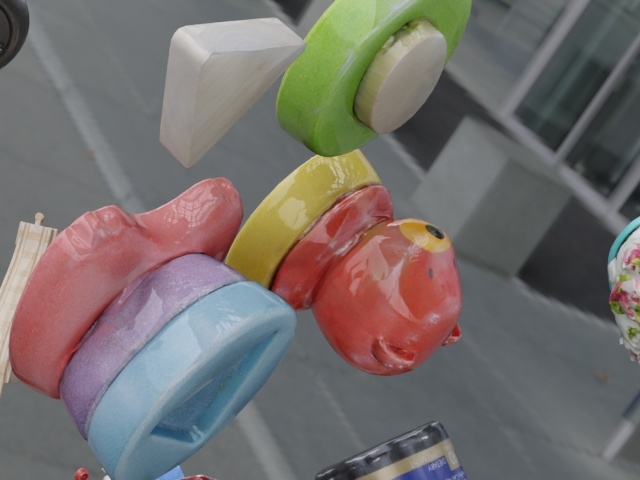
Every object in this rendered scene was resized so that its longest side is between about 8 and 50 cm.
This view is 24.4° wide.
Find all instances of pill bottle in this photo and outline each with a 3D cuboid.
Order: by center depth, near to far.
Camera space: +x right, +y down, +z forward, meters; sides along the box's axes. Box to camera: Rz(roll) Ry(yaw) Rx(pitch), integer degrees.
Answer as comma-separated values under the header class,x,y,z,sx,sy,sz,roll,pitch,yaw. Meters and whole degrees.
class,x,y,z,sx,sy,sz,roll,pitch,yaw
pill bottle,0.090,0.274,1.245,0.219,0.123,0.123,66,23,7

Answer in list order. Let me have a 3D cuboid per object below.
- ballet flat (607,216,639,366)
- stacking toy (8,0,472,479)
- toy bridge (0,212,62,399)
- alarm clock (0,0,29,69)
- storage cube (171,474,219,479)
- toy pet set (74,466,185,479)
class,x,y,z,sx,sy,sz,roll,pitch,yaw
ballet flat,0.207,0.071,0.683,0.241,0.091,0.077,47,6,-44
stacking toy,0.000,0.000,0.808,0.130,0.279,0.309,43,40,17
toy bridge,-0.189,0.075,0.882,0.026,0.188,0.063,12,-4,4
alarm clock,-0.328,-0.180,1.286,0.129,0.192,0.064,12,44,-37
storage cube,-0.092,0.285,1.013,0.184,0.215,0.193,26,57,-43
toy pet set,-0.201,0.293,1.599,0.114,0.122,0.065,-20,37,-37
